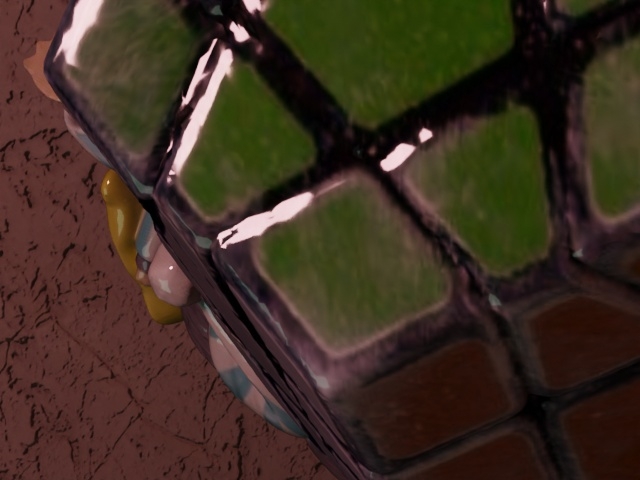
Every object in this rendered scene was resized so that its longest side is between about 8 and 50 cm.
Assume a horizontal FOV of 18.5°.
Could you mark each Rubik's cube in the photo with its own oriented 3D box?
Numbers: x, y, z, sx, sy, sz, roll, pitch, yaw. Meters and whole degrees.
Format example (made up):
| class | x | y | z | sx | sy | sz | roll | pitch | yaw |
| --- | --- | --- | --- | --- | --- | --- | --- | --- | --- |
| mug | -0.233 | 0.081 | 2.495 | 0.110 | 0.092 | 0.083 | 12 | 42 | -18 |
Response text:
| class | x | y | z | sx | sy | sz | roll | pitch | yaw |
| --- | --- | --- | --- | --- | --- | --- | --- | --- | --- |
| Rubik's cube | 0.076 | -0.059 | 0.572 | 0.319 | 0.319 | 0.264 | -136 | 38 | -54 |

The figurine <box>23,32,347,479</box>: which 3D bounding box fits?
| class | x | y | z | sx | sy | sz | roll | pitch | yaw |
| --- | --- | --- | --- | --- | --- | --- | --- | --- | --- |
| figurine | 0.000 | 0.000 | 1.499 | 0.378 | 0.266 | 0.361 | 40 | 174 | 43 |
